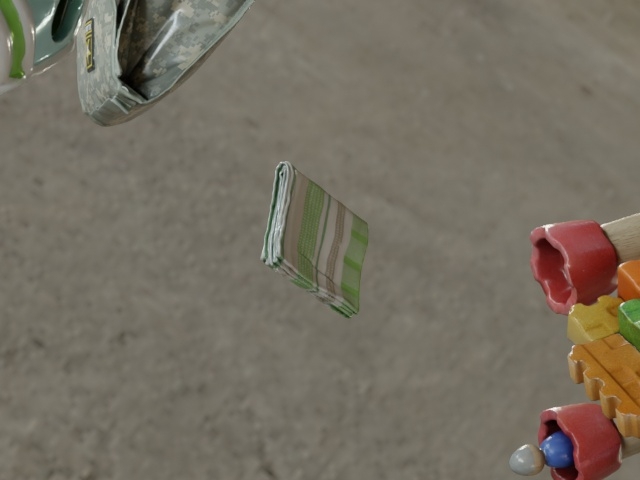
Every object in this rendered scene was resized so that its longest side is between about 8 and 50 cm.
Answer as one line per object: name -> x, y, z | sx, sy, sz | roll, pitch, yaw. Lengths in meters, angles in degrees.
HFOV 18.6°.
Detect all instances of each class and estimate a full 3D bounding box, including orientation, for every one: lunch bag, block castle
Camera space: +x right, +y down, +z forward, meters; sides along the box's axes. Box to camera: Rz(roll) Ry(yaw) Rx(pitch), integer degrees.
lunch bag -> -0.200, -0.276, 2.416 | 0.169, 0.287, 0.235 | 35, -13, -13
block castle -> 0.331, 0.186, 1.683 | 0.212, 0.303, 0.453 | -17, 34, -16

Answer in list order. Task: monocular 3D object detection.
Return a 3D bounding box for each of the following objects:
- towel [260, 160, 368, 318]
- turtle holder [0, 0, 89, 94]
towel -> 0.000, 0.000, 1.951 | 0.152, 0.023, 0.113 | 34, 57, -46
turtle holder -> -0.297, -0.219, 1.523 | 0.320, 0.243, 0.227 | -103, 171, -74
